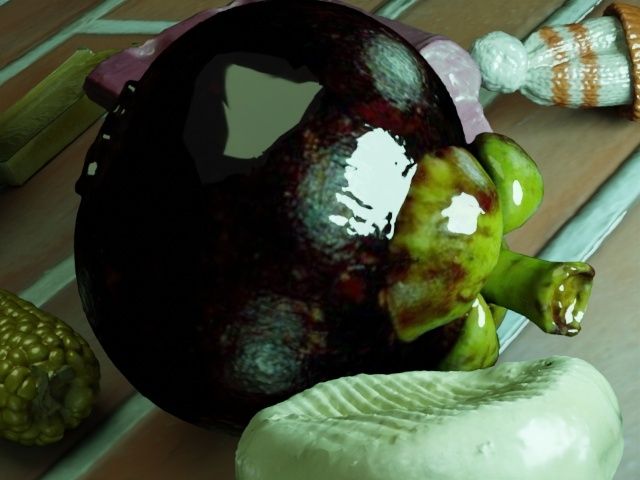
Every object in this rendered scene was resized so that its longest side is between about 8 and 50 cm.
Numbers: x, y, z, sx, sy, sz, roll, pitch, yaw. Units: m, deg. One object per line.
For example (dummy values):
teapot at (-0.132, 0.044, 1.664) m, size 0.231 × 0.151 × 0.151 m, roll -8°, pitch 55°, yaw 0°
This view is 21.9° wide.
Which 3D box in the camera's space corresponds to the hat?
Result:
hat at (0.200, -0.143, 1.364) m, size 0.162 × 0.094 × 0.112 m, roll -8°, pitch 22°, yaw -6°

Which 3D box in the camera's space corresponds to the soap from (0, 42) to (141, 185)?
soap at (-0.282, -0.132, 1.725) m, size 0.092 × 0.037 × 0.252 m, roll 0°, pitch 33°, yaw 33°

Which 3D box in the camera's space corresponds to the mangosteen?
mangosteen at (-0.008, -0.011, 1.099) m, size 0.313 × 0.297 × 0.297 m, roll 8°, pitch 13°, yaw -32°

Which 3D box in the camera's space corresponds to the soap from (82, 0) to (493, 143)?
soap at (-0.032, -0.109, 1.434) m, size 0.233 × 0.128 × 0.359 m, roll -29°, pitch 29°, yaw -17°

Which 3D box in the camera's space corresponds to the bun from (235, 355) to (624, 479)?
bun at (0.068, 0.141, 0.913) m, size 0.231 × 0.133 × 0.231 m, roll -12°, pitch 3°, yaw 1°

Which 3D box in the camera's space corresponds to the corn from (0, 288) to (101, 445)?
corn at (-0.259, 0.082, 1.258) m, size 0.101 × 0.101 × 0.310 m, roll -33°, pitch 28°, yaw -26°
